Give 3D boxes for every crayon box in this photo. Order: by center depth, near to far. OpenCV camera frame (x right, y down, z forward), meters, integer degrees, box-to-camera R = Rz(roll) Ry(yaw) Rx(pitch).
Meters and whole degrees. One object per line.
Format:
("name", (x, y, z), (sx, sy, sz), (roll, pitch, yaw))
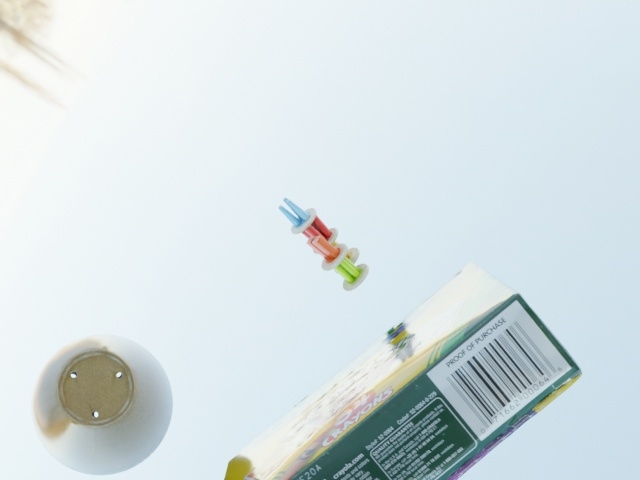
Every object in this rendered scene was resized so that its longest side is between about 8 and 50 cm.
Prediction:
("crayon box", (0.062, 0.183, 1.301), (0.363, 0.106, 0.313), (-39, -175, 1))

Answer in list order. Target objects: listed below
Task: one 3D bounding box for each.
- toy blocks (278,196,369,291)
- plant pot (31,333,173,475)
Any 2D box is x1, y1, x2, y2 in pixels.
("toy blocks", (0.000, 0.000, 1.975), (0.054, 0.148, 0.123), (-45, -158, 7))
("plant pot", (-0.354, 0.251, 2.061), (0.237, 0.237, 0.254), (-61, 180, -14))
